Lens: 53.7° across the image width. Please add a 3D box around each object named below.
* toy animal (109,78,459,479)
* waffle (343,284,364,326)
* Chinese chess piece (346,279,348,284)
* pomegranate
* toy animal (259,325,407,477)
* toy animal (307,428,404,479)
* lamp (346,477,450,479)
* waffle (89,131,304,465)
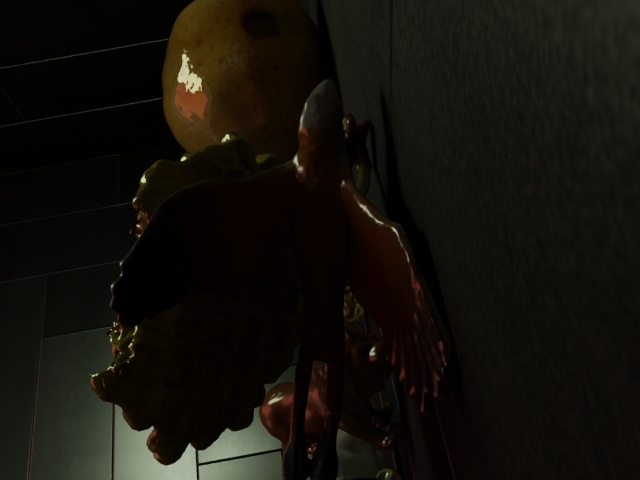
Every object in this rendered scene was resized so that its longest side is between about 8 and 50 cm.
[{"bbox_3d":[0.013,0.031,0.552,0.284,0.225,0.301,79,-157,-56],"label":"toy animal"},{"bbox_3d":[-0.010,0.005,1.112,0.324,0.151,0.261,83,174,-50],"label":"waffle"},{"bbox_3d":[0.000,0.000,0.879,0.144,0.059,0.144,25,126,39],"label":"Chinese chess piece"},{"bbox_3d":[-0.112,-0.243,0.982,0.307,0.308,0.307,170,90,-89],"label":"pomegranate"},{"bbox_3d":[0.003,0.209,0.816,0.157,0.312,0.097,50,-139,-4],"label":"toy animal"},{"bbox_3d":[0.061,0.414,0.935,0.208,0.154,0.325,67,-173,-63],"label":"toy animal"},{"bbox_3d":[0.030,0.266,0.530,0.227,0.172,0.147,77,-177,-63],"label":"lamp"},{"bbox_3d":[-0.090,0.045,0.555,0.291,0.051,0.290,-9,-79,-53],"label":"waffle"}]
